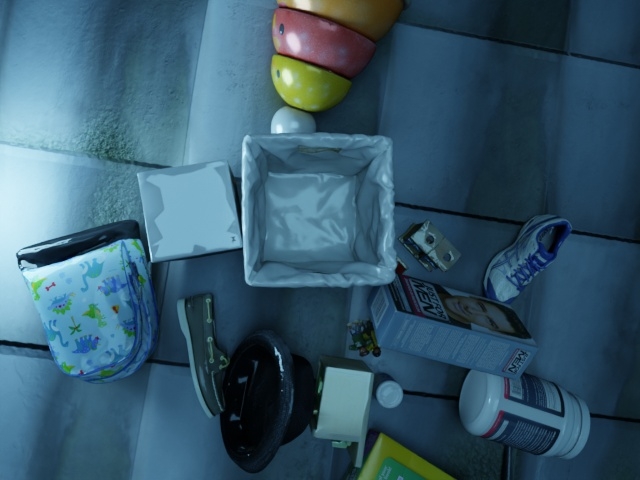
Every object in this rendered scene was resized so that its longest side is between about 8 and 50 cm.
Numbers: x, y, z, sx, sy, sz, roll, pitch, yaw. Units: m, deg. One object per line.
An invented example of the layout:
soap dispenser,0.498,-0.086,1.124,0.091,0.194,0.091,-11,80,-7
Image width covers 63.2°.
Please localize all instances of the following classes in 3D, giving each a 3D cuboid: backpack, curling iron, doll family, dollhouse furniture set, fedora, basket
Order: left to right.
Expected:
backpack,-0.527,0.158,1.232,0.290,0.273,0.356,-16,102,-12
fedora,-0.114,0.387,1.271,0.152,0.334,0.334,15,86,-38
basket,-0.012,-0.059,1.215,0.328,0.266,0.332,-1,88,-5
doll family,0.163,0.247,1.362,0.193,0.076,0.111,-22,71,-1
dollhouse furniture set,0.240,0.059,1.349,0.183,0.129,0.129,-45,93,-6
curling iron,0.490,0.676,1.401,0.068,0.035,0.274,12,87,-5

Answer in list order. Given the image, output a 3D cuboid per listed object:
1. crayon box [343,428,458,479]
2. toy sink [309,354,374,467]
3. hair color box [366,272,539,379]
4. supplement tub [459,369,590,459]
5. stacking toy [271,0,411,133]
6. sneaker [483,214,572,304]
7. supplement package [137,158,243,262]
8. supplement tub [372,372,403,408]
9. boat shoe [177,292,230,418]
crayon box,0.182,0.720,1.302,0.313,0.106,0.363,32,72,-2
toy sink,0.043,0.424,1.309,0.131,0.153,0.234,8,89,-5
hair color box,0.316,0.205,1.280,0.374,0.185,0.114,16,116,-13
supplement tub,0.515,0.436,1.333,0.272,0.191,0.191,19,86,-4
stacking toy,-0.010,-0.443,1.286,0.350,0.350,0.480,18,102,-5
sneaker,0.545,0.050,1.380,0.112,0.131,0.296,34,87,-5
supplement package,-0.291,-0.060,1.235,0.199,0.262,0.198,-10,89,-6
supplement tub,0.168,0.386,1.343,0.071,0.107,0.071,0,89,-6
boat shoe,-0.278,0.282,1.294,0.091,0.109,0.305,-15,79,-7
